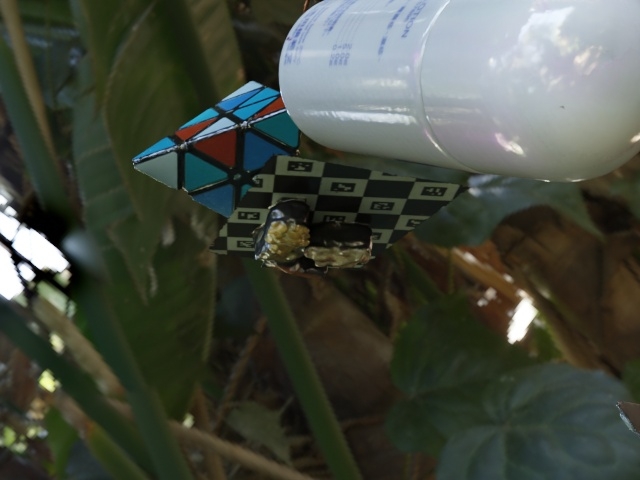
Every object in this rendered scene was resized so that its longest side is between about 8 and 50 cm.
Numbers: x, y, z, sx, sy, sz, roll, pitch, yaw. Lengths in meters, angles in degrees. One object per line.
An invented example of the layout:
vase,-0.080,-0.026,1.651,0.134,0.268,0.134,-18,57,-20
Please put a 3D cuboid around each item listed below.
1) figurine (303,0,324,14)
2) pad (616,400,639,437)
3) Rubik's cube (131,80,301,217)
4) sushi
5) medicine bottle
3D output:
figurine,0.112,-0.313,1.442,0.160,0.226,0.183,106,-170,-70
pad,0.406,0.231,1.063,0.265,0.160,0.009,12,-54,-41
Rubik's cube,-0.098,-0.193,1.627,0.250,0.284,0.234,-50,24,38
sushi,0.000,0.000,1.061,0.279,0.192,0.043,139,136,-62
medicine bottle,0.095,-0.114,0.737,0.130,0.130,0.341,-51,25,-11
